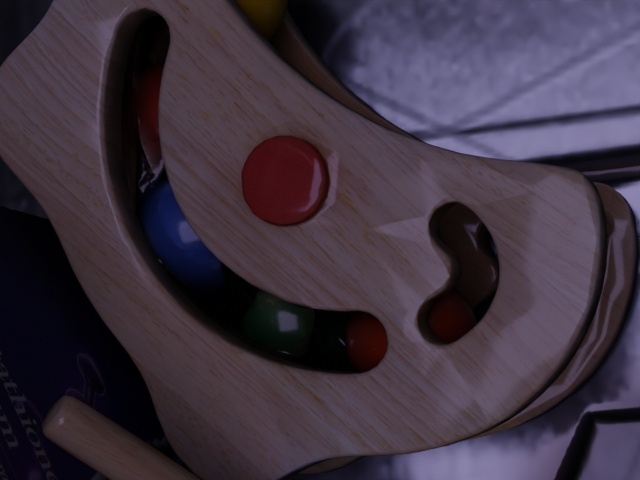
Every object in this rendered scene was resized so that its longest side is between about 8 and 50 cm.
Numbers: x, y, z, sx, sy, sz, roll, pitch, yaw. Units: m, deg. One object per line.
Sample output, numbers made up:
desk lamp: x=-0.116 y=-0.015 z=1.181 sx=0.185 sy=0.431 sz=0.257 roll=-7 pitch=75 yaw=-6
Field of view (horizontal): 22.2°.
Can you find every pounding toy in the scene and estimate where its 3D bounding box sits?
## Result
pounding toy: x=0.000 y=0.000 z=0.499 sx=0.154 sy=0.155 sz=0.269 roll=-36 pitch=76 yaw=14

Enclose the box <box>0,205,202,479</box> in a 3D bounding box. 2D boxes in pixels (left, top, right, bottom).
box: x=-0.119 y=0.074 z=0.498 sx=0.108 sy=0.207 sz=0.153 roll=-30 pitch=78 yaw=11
